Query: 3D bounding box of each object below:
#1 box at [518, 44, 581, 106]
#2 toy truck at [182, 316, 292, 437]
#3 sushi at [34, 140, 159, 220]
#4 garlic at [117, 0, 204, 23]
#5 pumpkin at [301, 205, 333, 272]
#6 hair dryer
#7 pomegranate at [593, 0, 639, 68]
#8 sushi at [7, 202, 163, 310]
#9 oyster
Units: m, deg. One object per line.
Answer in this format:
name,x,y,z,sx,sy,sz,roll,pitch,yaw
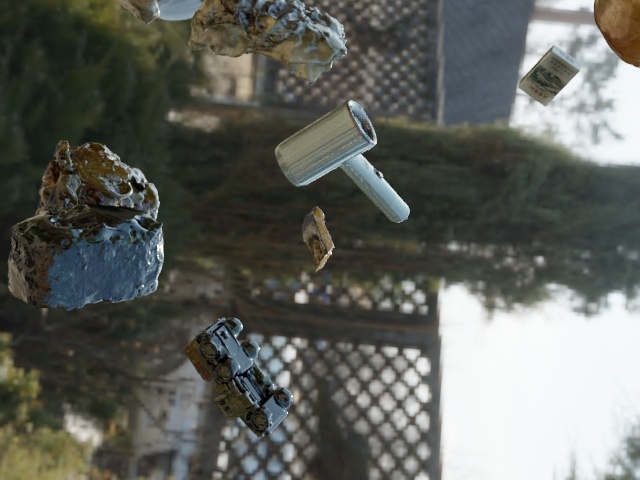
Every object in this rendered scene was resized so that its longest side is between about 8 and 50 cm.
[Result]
box,0.339,-0.244,1.803,0.083,0.054,0.024,-49,-166,41
toy truck,-0.179,0.298,2.573,0.127,0.257,0.127,-38,-179,28
sushi,-0.352,-0.043,1.875,0.204,0.213,0.200,-45,-124,46
garlic,-0.207,-0.467,1.988,0.325,0.132,0.279,-41,179,-18
pumpkin,0.000,-0.002,1.965,0.073,0.035,0.101,110,-30,-53
hair dryer,0.051,-0.092,1.733,0.236,0.131,0.073,41,26,-44
pomegranate,0.607,-0.426,2.176,0.248,0.248,0.248,6,90,-89
sushi,-0.323,0.017,1.688,0.124,0.225,0.127,26,-66,43
oyster,-0.075,-0.316,1.783,0.161,0.232,0.107,-97,-167,-58
